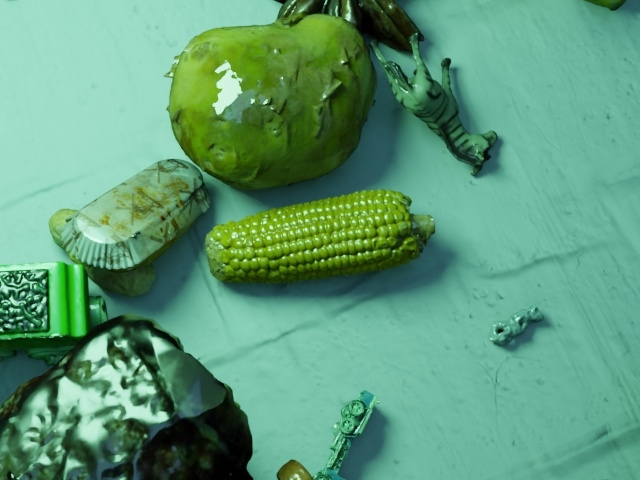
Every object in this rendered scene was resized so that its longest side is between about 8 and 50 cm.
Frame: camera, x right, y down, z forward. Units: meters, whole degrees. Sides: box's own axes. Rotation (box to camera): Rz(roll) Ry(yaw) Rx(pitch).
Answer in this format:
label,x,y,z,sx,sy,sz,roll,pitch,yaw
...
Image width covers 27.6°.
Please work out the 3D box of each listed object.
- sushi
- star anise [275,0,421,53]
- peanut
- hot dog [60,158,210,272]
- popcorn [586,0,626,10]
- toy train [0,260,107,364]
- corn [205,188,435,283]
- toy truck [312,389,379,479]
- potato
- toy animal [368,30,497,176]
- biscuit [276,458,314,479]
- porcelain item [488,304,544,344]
label,x,y,z,sx,sy,sz,roll,pitch,yaw
sushi,-0.251,0.277,1.642,0.281,0.299,0.294,34,70,33
star anise,0.020,-0.395,1.936,0.315,0.108,0.315,0,76,-1
peanut,-0.308,0.016,1.813,0.174,0.080,0.080,38,75,9
hot dog,-0.245,-0.036,1.790,0.131,0.069,0.253,32,43,16
popcorn,0.373,-0.498,1.922,0.321,0.325,0.290,-32,37,1
toy train,-0.408,0.096,1.727,0.243,0.188,0.132,-3,77,-5
corn,0.000,0.000,1.822,0.322,0.119,0.119,-11,76,-3
toy truck,0.044,0.295,1.775,0.081,0.067,0.175,28,71,-3
potato,-0.063,-0.189,1.793,0.300,0.196,0.246,-19,97,3
toy animal,0.164,-0.198,1.883,0.073,0.217,0.176,-31,58,26
biscuit,0.034,0.421,1.640,0.043,0.306,0.284,-27,45,-11
porcelain item,0.277,0.122,1.856,0.083,0.028,0.036,-27,62,-10
